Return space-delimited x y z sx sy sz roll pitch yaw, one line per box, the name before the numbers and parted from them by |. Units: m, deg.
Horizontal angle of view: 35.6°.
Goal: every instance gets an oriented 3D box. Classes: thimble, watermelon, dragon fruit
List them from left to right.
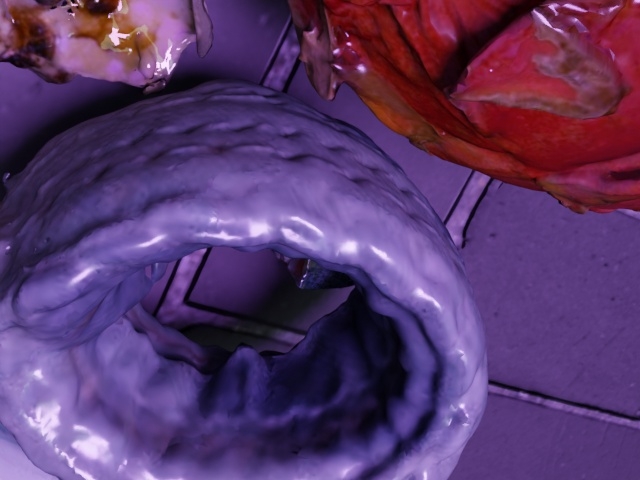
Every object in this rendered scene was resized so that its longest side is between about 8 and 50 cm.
thimble | -0.046 0.035 0.488 0.250 0.172 0.205 17 114 -12
watermelon | 0.000 0.000 0.622 0.061 0.085 0.085 -9 130 28
dragon fruit | 0.140 -0.146 0.469 0.342 0.277 0.277 21 106 -29

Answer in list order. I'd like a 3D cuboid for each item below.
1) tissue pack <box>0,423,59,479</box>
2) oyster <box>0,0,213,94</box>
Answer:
tissue pack | -0.341 0.120 0.454 0.388 0.162 0.287 33 96 -34
oyster | -0.171 -0.197 0.406 0.201 0.107 0.354 -22 141 4
